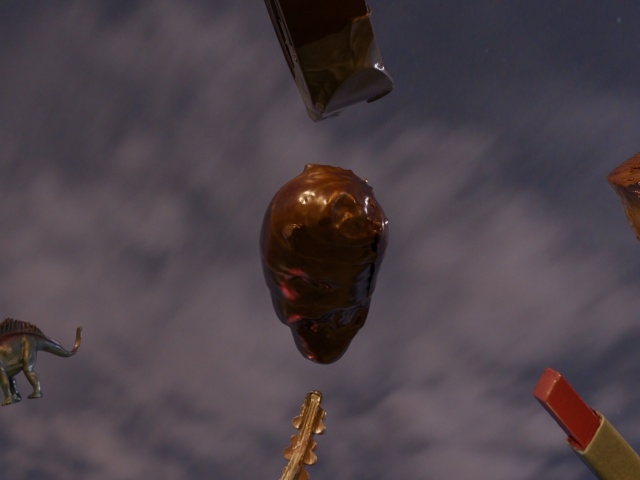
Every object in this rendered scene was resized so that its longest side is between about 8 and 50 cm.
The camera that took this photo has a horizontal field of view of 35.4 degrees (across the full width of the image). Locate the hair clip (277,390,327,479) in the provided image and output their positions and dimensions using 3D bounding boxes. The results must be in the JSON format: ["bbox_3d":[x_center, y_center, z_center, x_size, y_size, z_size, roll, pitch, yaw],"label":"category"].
[{"bbox_3d":[-0.033,0.343,1.573,0.062,0.214,0.056,11,-25,24],"label":"hair clip"}]

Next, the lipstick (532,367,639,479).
[{"bbox_3d":[0.300,0.243,0.896,0.312,0.051,0.051,49,-12,3],"label":"lipstick"}]

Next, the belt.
[{"bbox_3d":[-0.005,-0.320,1.362,0.122,0.217,0.339,-23,-46,-3],"label":"belt"}]

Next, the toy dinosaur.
[{"bbox_3d":[-0.291,0.114,0.939,0.045,0.197,0.080,-19,-96,32],"label":"toy dinosaur"}]

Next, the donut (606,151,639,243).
[{"bbox_3d":[0.383,-0.044,0.840,0.277,0.277,0.108,-13,-80,27],"label":"donut"}]

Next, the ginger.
[{"bbox_3d":[0.000,0.000,1.452,0.176,0.254,0.418,-4,-28,-2],"label":"ginger"}]
